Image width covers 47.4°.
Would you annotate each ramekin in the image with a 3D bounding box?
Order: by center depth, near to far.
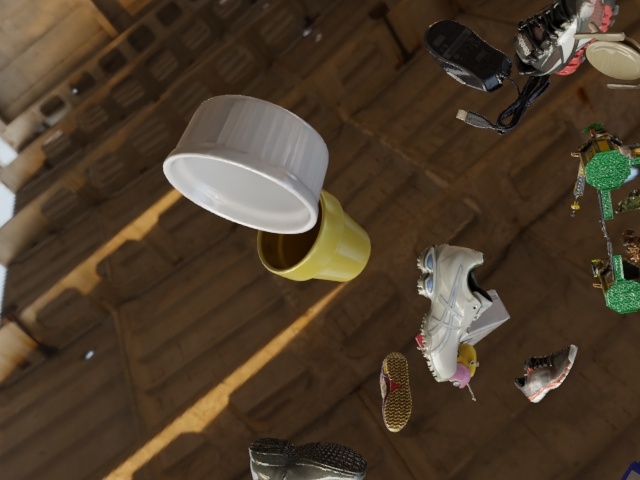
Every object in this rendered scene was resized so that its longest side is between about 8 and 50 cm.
[{"bbox_3d":[-0.119,-0.132,1.270,0.277,0.277,0.135,-2,-119,46],"label":"ramekin"}]

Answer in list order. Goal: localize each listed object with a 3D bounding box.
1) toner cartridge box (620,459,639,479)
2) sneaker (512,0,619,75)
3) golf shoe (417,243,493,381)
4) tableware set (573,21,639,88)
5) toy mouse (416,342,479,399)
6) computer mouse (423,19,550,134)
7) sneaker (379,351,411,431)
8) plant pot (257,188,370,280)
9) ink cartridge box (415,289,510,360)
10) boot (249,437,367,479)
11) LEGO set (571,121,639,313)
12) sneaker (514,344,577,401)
[{"bbox_3d":[0.406,0.372,0.793,0.165,0.348,0.075,-57,-146,1],"label":"toner cartridge box"},{"bbox_3d":[0.410,-0.363,1.252,0.135,0.276,0.097,-14,-105,-6],"label":"sneaker"},{"bbox_3d":[0.166,0.091,0.883,0.086,0.176,0.069,0,-163,19],"label":"golf shoe"},{"bbox_3d":[0.448,-0.252,0.975,0.194,0.128,0.039,21,-103,53],"label":"tableware set"},{"bbox_3d":[0.223,0.194,1.248,0.031,0.143,0.161,-44,-142,28],"label":"toy mouse"},{"bbox_3d":[0.295,-0.308,1.422,0.184,0.262,0.060,-55,169,-17],"label":"computer mouse"},{"bbox_3d":[0.178,0.365,1.746,0.084,0.070,0.185,111,-15,-70],"label":"sneaker"},{"bbox_3d":[0.000,0.000,1.959,0.254,0.239,0.254,-23,-124,39],"label":"plant pot"},{"bbox_3d":[0.307,0.189,1.588,0.127,0.072,0.175,-15,158,-29],"label":"ink cartridge box"},{"bbox_3d":[-0.026,0.478,1.414,0.247,0.161,0.083,2,-169,19],"label":"boot"},{"bbox_3d":[0.515,-0.065,1.116,0.255,0.331,0.192,-18,-155,21],"label":"LEGO set"},{"bbox_3d":[0.405,0.236,1.329,0.061,0.065,0.158,-47,168,-49],"label":"sneaker"}]
